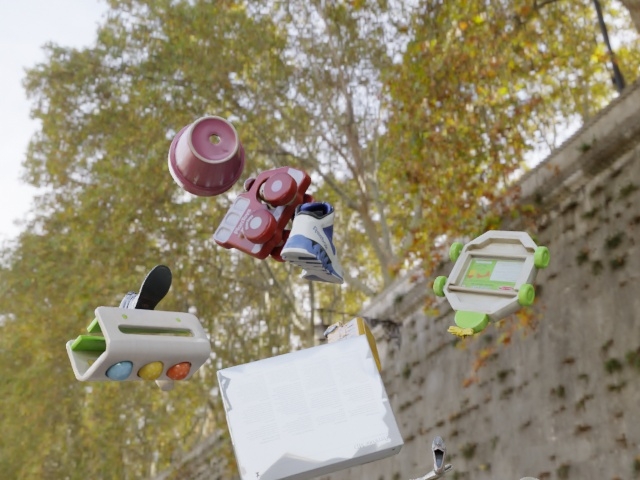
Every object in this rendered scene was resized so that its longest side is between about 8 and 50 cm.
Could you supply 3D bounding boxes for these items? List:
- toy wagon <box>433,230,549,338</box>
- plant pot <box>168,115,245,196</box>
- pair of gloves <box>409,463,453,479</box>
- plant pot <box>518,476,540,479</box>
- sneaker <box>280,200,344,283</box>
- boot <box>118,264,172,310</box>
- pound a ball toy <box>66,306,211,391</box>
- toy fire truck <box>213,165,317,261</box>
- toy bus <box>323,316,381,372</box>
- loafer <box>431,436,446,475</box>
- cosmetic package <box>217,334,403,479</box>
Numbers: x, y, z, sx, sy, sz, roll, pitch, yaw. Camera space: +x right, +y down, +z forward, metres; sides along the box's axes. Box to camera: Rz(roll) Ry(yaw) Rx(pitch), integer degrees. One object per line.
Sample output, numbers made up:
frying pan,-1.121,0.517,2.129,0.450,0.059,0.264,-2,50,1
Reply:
toy wagon,0.424,0.117,1.950,0.267,0.344,0.068,3,-37,42
plant pot,-0.288,-0.231,1.967,0.201,0.202,0.180,7,-14,-13
pair of gloves,0.290,0.784,2.422,0.240,0.042,0.204,-20,-24,-26
plant pot,0.506,0.756,1.968,0.256,0.256,0.274,12,-63,-22
sneaker,0.000,0.000,2.027,0.127,0.182,0.315,6,-18,18
boot,-0.623,0.197,2.609,0.091,0.263,0.229,31,-13,-27
pound a ball toy,-0.385,0.265,1.635,0.208,0.136,0.319,-45,-32,23
toy fire truck,-0.168,-0.091,2.261,0.253,0.302,0.169,21,-12,37
toy bus,0.092,0.316,2.219,0.130,0.108,0.333,-32,9,6
loafer,0.363,0.653,2.319,0.045,0.125,0.039,-1,-43,8
cosmetic package,-0.029,0.407,1.789,0.377,0.285,0.097,-12,-32,-11
